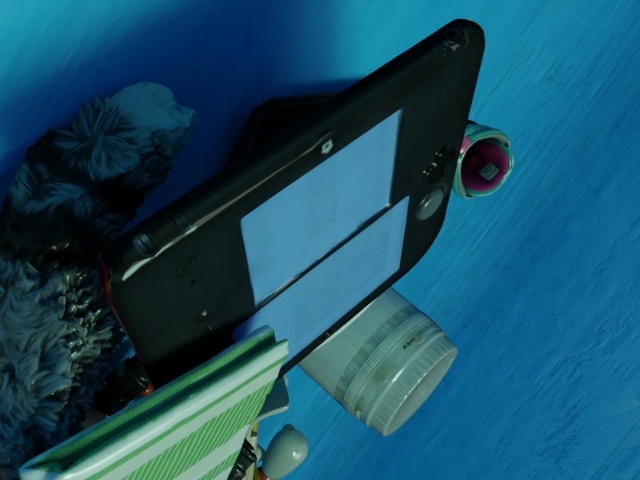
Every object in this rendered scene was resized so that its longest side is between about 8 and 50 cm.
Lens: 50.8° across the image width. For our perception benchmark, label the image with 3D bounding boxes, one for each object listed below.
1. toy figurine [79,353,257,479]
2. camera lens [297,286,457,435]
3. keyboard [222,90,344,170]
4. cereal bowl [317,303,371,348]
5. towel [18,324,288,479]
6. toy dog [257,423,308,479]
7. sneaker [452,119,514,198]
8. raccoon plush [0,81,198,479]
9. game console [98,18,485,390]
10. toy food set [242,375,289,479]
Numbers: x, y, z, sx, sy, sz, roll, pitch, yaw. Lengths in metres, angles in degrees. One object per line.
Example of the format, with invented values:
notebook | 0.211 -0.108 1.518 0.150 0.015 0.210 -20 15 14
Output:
toy figurine | -0.210 0.267 0.894 0.148 0.209 0.213 -43 156 -5
camera lens | 0.075 0.181 1.204 0.219 0.274 0.219 -40 155 -23
keyboard | -0.010 -0.118 0.909 0.317 0.033 0.201 -18 144 -49
cereal bowl | 0.000 0.000 0.896 0.339 0.141 0.339 -38 156 -21
towel | -0.161 0.228 0.609 0.248 0.038 0.325 -27 152 -43
toy dog | -0.142 0.467 1.370 0.334 0.161 0.220 -27 120 16
sneaker | 0.245 -0.147 1.153 0.124 0.178 0.295 -56 157 11
raccoon plush | -0.235 0.107 0.638 0.446 0.216 0.299 -43 164 -18
game console | -0.004 0.008 0.640 0.386 0.060 0.342 -37 157 -23
toy food set | -0.099 0.333 1.106 0.092 0.220 0.306 2 112 -14
